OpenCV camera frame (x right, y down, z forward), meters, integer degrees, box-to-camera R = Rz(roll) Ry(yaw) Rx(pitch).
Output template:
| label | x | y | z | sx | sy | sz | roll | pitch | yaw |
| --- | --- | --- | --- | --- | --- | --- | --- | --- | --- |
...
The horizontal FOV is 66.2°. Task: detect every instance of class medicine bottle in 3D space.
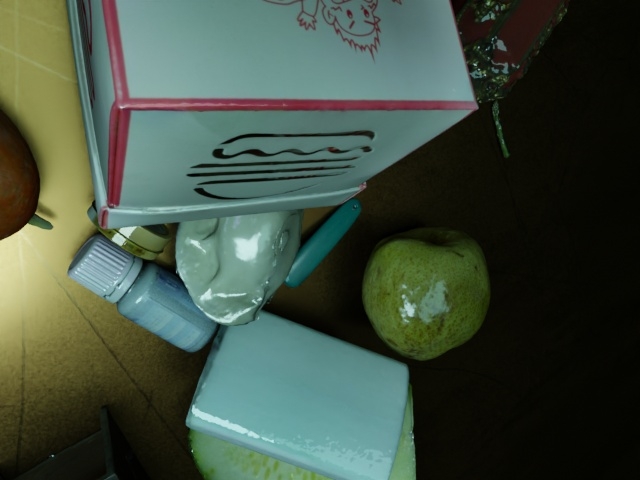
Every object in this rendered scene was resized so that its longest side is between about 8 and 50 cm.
| label | x | y | z | sx | sy | sz | roll | pitch | yaw |
| --- | --- | --- | --- | --- | --- | --- | --- | --- | --- |
| medicine bottle | -0.234 | 0.073 | 0.667 | 0.203 | 0.083 | 0.083 | 42 | 82 | -31 |

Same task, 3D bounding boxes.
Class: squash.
| label | x | y | z | sx | sy | sz | roll | pitch | yaw |
| --- | --- | --- | --- | --- | --- | --- | --- | --- | --- |
| squash | -0.031 | 0.296 | 0.762 | 0.308 | 0.210 | 0.234 | 26 | 55 | -34 |

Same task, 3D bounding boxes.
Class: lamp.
| label | x | y | z | sx | sy | sz | roll | pitch | yaw |
| --- | --- | --- | --- | --- | --- | --- | --- | --- | --- |
| lamp | 0.282 | -0.351 | 0.784 | 0.177 | 0.177 | 0.274 | 36 | 85 | -30 |

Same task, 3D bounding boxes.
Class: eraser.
| label | x | y | z | sx | sy | sz | roll | pitch | yaw |
| --- | --- | --- | --- | --- | --- | --- | --- | --- | --- |
| eraser | -0.028 | 0.220 | 0.710 | 0.289 | 0.104 | 0.189 | 22 | 52 | -4 |

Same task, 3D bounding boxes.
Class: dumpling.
| label | x | y | z | sx | sy | sz | roll | pitch | yaw |
| --- | --- | --- | --- | --- | --- | --- | --- | --- | --- |
| dumpling | -0.113 | -0.009 | 0.689 | 0.172 | 0.142 | 0.247 | 21 | 72 | -4 |

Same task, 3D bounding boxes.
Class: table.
| label | x | y | z | sx | sy | sz | roll | pitch | yaw |
| --- | --- | --- | --- | --- | --- | --- | --- | --- | --- |
| table | -0.315 | 0.378 | 0.651 | 0.169 | 0.172 | 0.193 | -26 | 114 | -19 |

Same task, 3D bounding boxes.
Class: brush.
| label | x | y | z | sx | sy | sz | roll | pitch | yaw |
| --- | --- | --- | --- | --- | --- | --- | --- | --- | --- |
| brush | 0.000 | 0.000 | 0.806 | 0.193 | 0.032 | 0.043 | -49 | 115 | -22 |

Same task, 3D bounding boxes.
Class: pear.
| label | x | y | z | sx | sy | sz | roll | pitch | yaw |
| --- | --- | --- | --- | --- | --- | --- | --- | --- | --- |
| pear | 0.178 | 0.090 | 0.826 | 0.228 | 0.188 | 0.212 | -9 | 104 | -28 |

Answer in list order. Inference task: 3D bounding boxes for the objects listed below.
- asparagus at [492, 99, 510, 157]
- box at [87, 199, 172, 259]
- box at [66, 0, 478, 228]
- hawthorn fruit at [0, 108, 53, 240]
| label | x | y | z | sx | sy | sz | roll | pitch | yaw |
| --- | --- | --- | --- | --- | --- | --- | --- | --- | --- |
| asparagus | 0.344 | -0.212 | 0.937 | 0.015 | 0.014 | 0.115 | -33 | 116 | -18 |
| box | -0.241 | -0.021 | 0.626 | 0.105 | 0.105 | 0.037 | 39 | 94 | -30 |
| box | -0.079 | -0.205 | 0.501 | 0.314 | 0.300 | 0.313 | -7 | 81 | -26 |
| hawthorn fruit | -0.385 | -0.069 | 0.506 | 0.200 | 0.199 | 0.251 | -57 | 144 | -4 |
